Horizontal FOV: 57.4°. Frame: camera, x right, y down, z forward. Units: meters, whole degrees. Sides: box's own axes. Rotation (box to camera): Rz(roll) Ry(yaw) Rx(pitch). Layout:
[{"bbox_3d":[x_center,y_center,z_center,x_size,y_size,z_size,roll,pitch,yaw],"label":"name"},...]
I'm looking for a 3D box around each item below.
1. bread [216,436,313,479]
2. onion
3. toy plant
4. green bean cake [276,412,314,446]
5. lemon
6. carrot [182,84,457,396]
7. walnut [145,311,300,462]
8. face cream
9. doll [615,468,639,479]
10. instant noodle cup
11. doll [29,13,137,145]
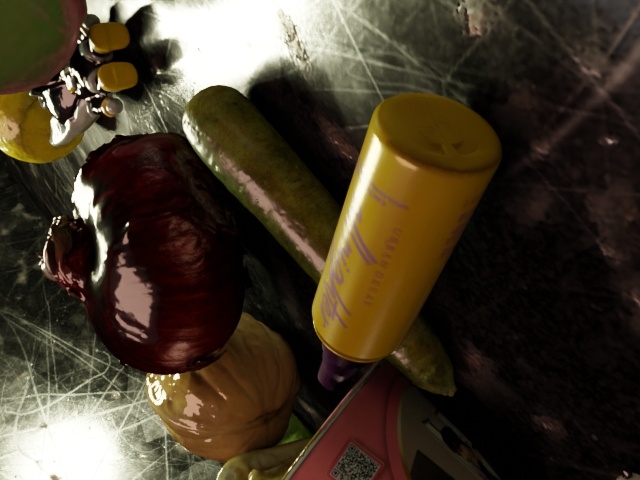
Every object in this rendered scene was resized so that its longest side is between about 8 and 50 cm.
[{"bbox_3d":[0.030,0.416,0.827,0.300,0.210,0.342,4,139,19],"label":"bread"},{"bbox_3d":[-0.215,0.020,0.721,0.313,0.232,0.314,27,123,51],"label":"onion"},{"bbox_3d":[-0.419,-0.317,0.718,0.356,0.210,0.317,48,150,34],"label":"toy plant"},{"bbox_3d":[-0.046,0.445,1.098,0.248,0.124,0.222,36,149,35],"label":"green bean cake"},{"bbox_3d":[-0.508,-0.230,1.033,0.181,0.180,0.193,107,145,-60],"label":"lemon"},{"bbox_3d":[0.000,0.000,0.534,0.359,0.074,0.074,50,155,8],"label":"carrot"},{"bbox_3d":[-0.149,0.211,0.886,0.261,0.224,0.225,27,143,49],"label":"walnut"},{"bbox_3d":[0.040,0.029,0.424,0.078,0.078,0.274,43,141,24],"label":"face cream"},{"bbox_3d":[0.235,0.191,0.393,0.085,0.040,0.058,17,126,54],"label":"doll"},{"bbox_3d":[0.092,0.269,0.548,0.255,0.244,0.244,38,151,15],"label":"instant noodle cup"},{"bbox_3d":[-0.344,-0.230,0.821,0.316,0.103,0.146,2,129,52],"label":"doll"}]
